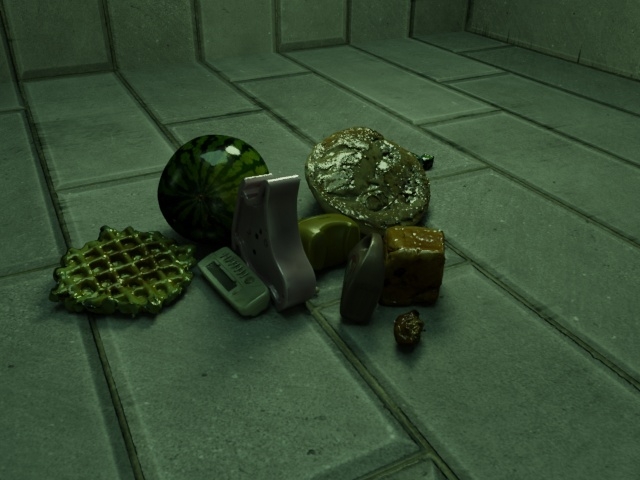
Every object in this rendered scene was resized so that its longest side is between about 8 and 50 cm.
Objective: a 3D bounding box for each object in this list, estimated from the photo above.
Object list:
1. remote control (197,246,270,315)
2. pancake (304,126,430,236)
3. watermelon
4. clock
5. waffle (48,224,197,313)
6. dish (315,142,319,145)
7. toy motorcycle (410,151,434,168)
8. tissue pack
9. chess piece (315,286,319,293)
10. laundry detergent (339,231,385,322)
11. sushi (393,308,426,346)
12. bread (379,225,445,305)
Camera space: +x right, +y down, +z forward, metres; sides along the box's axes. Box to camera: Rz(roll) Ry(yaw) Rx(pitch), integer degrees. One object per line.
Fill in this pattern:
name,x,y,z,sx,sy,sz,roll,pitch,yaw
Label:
remote control,-0.196,0.094,1.395,0.090,0.049,0.230,-35,42,-16
pancake,0.135,-0.167,1.710,0.386,0.082,0.387,10,53,-14
watermelon,-0.263,-0.126,1.554,0.285,0.285,0.285,0,30,0
clock,-0.096,-0.016,1.338,0.080,0.290,0.275,-16,50,-29
waffle,-0.449,0.072,1.419,0.316,0.073,0.297,10,36,3
dish,0.058,-0.177,1.796,0.224,0.078,0.246,-10,57,-28
toy motorcycle,0.281,-0.274,2.030,0.173,0.058,0.100,20,29,28
tissue pack,0.000,0.000,1.486,0.178,0.123,0.127,-14,23,-37
chess piece,-0.036,0.097,1.417,0.035,0.035,0.092,-24,41,-35
laundry detergent,0.101,0.053,1.356,0.076,0.171,0.237,18,32,-3
sushi,0.185,0.179,1.248,0.060,0.062,0.118,-17,31,23
bread,0.207,0.056,1.387,0.143,0.149,0.158,4,24,3
